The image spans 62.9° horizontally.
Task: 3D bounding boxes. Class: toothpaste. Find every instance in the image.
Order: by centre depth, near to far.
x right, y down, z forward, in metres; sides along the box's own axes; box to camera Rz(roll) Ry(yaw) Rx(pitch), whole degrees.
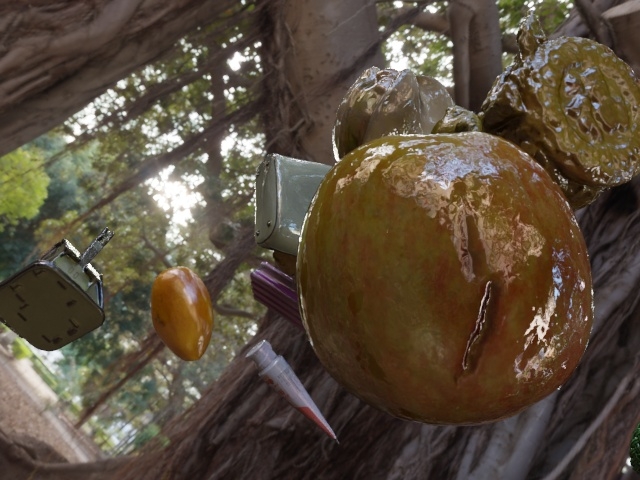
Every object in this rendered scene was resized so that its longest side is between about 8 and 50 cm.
[{"bbox_3d":[-0.049,0.294,1.007,0.234,0.057,0.089,49,-17,-3],"label":"toothpaste"}]

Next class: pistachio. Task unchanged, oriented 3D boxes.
[{"bbox_3d":[0.199,-0.251,1.335,0.282,0.365,0.445,23,-8,34],"label":"pistachio"}]

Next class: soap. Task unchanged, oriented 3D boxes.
[{"bbox_3d":[-0.089,0.151,1.379,0.203,0.065,0.122,31,-34,23],"label":"soap"}]

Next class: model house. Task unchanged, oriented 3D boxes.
[{"bbox_3d":[-0.601,0.089,1.256,0.219,0.278,0.204,-27,-64,16],"label":"model house"}]

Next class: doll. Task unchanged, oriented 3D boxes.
[{"bbox_3d":[0.312,-0.243,1.094,0.137,0.210,0.097,-37,-102,52],"label":"doll"}]

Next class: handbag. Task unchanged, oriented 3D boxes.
[{"bbox_3d":[0.020,-0.059,1.092,0.316,0.241,0.109,10,-24,-27],"label":"handbag"}]

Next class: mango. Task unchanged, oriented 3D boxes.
[{"bbox_3d":[-0.342,0.183,1.306,0.126,0.154,0.252,46,19,-60],"label":"mango"}]

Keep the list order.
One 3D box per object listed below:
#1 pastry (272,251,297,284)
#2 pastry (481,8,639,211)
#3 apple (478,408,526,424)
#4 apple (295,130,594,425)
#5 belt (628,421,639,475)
[{"bbox_3d":[0.000,0.000,1.291,0.164,0.356,0.356,-32,-77,18],"label":"pastry"},{"bbox_3d":[0.333,-0.160,0.740,0.235,0.239,0.132,21,-20,-11],"label":"pastry"},{"bbox_3d":[0.316,0.218,1.000,0.252,0.314,0.308,38,-50,39],"label":"apple"},{"bbox_3d":[0.102,0.020,0.474,0.264,0.264,0.264,34,-31,24],"label":"apple"},{"bbox_3d":[0.557,0.324,0.806,0.079,0.152,0.121,25,-66,61],"label":"belt"}]
